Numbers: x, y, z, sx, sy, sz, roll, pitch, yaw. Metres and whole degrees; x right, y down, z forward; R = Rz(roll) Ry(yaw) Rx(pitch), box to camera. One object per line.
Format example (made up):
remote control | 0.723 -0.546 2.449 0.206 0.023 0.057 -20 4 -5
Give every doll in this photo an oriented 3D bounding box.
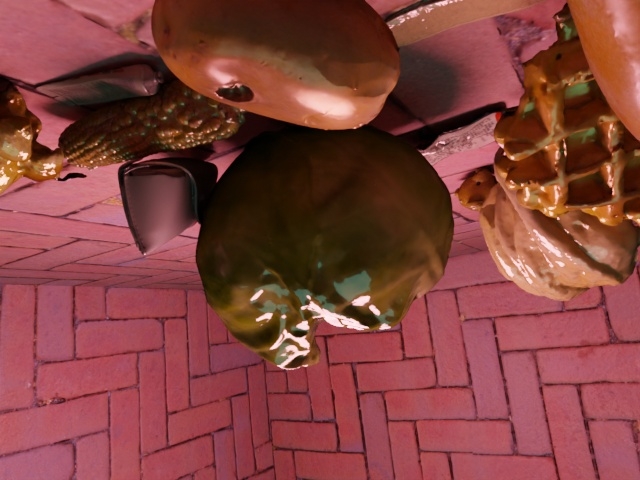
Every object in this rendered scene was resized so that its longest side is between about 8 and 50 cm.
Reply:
doll | 0.420 -0.141 1.118 0.209 0.097 0.137 -24 -162 9

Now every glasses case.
glasses case | -0.219 -0.065 0.752 0.083 0.129 0.308 2 -170 -1

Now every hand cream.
hand cream | -0.266 -0.189 0.590 0.165 0.037 0.057 -2 171 19

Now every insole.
insole | 0.182 -0.259 0.514 0.247 0.011 0.081 -11 169 26

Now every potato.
potato | -0.038 -0.182 0.456 0.233 0.146 0.150 14 144 -17

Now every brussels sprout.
brussels sprout | -0.013 -0.014 0.791 0.425 0.342 0.361 -38 128 12

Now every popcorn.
popcorn | -0.434 -0.109 0.598 0.195 0.174 0.168 -30 -148 -10

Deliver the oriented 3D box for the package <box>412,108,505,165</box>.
package | 0.242 -0.180 0.899 0.231 0.040 0.166 -22 166 30

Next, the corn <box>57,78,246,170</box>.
corn | -0.225 -0.154 0.635 0.288 0.087 0.086 -9 169 21

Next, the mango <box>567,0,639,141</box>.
mango | 0.301 -0.162 0.331 0.383 0.222 0.199 23 -170 -21

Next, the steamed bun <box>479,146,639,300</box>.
steamed bun | 0.414 -0.051 0.879 0.230 0.325 0.372 -17 168 20

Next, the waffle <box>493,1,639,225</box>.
waffle | 0.398 -0.161 0.537 0.379 0.095 0.382 10 133 -15
